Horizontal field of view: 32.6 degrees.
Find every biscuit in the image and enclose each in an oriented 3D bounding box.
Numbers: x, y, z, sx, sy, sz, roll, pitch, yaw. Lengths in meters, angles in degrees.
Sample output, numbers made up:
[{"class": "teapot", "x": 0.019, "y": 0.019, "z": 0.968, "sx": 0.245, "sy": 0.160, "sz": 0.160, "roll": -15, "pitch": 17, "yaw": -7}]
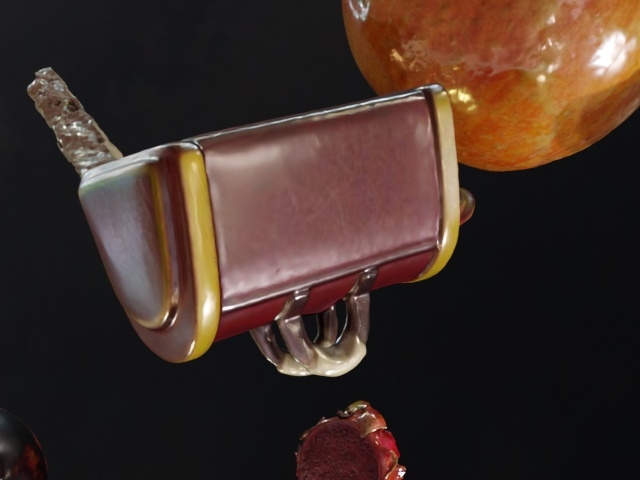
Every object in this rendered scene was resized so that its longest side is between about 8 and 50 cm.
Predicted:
[{"class": "biscuit", "x": -0.183, "y": -0.058, "z": 0.947, "sx": 0.038, "sy": 0.141, "sz": 0.290, "roll": -37, "pitch": -142, "yaw": -5}]

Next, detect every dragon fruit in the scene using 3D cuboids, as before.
[{"class": "dragon fruit", "x": 0.036, "y": 0.226, "z": 1.102, "sx": 0.112, "sy": 0.068, "sz": 0.126, "roll": 10, "pitch": -86, "yaw": 33}]

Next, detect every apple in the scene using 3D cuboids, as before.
[{"class": "apple", "x": 0.154, "y": -0.192, "z": 0.908, "sx": 0.301, "sy": 0.301, "sz": 0.302, "roll": -13, "pitch": -115, "yaw": 31}]

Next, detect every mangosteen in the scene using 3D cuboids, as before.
[{"class": "mangosteen", "x": -0.389, "y": 0.254, "z": 1.178, "sx": 0.199, "sy": 0.200, "sz": 0.200, "roll": -13, "pitch": -115, "yaw": 31}]

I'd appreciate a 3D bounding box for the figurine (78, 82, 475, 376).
[{"class": "figurine", "x": 0.000, "y": 0.000, "z": 0.407, "sx": 0.082, "sy": 0.154, "sz": 0.098, "roll": -15, "pitch": -91, "yaw": 56}]
